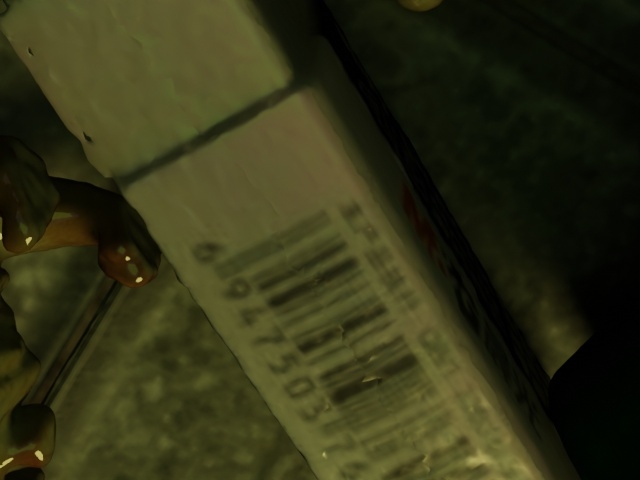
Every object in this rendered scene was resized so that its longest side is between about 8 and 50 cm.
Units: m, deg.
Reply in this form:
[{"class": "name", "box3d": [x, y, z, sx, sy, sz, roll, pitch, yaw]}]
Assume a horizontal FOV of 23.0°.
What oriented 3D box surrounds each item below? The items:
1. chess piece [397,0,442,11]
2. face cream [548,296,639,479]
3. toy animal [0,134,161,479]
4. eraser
[{"class": "chess piece", "box3d": [-0.004, -0.153, 0.550, 0.060, 0.060, 0.172, -35, 113, 8]}, {"class": "face cream", "box3d": [0.274, 0.002, 0.549, 0.312, 0.219, 0.357, 37, 107, -21]}, {"class": "toy animal", "box3d": [-0.176, -0.020, 0.564, 0.157, 0.097, 0.312, -32, 109, 13]}, {"class": "eraser", "box3d": [0.000, 0.000, 0.570, 0.086, 0.130, 0.287, -28, 113, 9]}]
